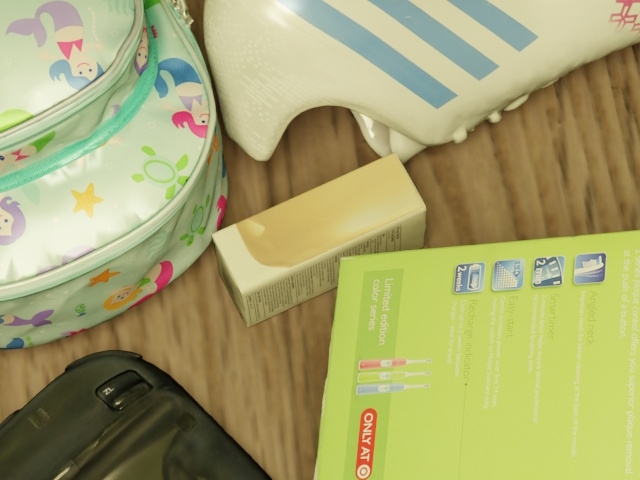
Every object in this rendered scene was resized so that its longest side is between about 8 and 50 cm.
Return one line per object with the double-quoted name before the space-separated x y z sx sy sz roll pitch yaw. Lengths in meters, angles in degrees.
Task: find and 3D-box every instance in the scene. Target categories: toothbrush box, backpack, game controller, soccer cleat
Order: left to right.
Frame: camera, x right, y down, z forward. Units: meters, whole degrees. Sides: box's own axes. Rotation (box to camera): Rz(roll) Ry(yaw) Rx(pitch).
"game controller" -0.166 0.206 1.005 0.319 0.067 0.166 -43 87 -14
"backpack" -0.172 -0.078 1.054 0.225 0.191 0.253 -25 74 -9
"soccer cleat" 0.089 -0.120 1.110 0.331 0.143 0.116 -6 25 -18
"toothbrush box" 0.148 0.111 0.941 0.283 0.122 0.206 -6 65 27

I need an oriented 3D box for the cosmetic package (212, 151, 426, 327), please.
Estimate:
"cosmetic package" 0.000 0.000 1.077 0.115 0.060 0.041 -24 69 -10
